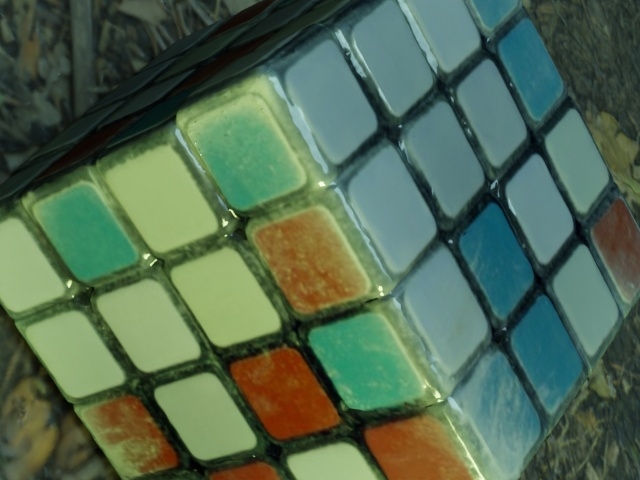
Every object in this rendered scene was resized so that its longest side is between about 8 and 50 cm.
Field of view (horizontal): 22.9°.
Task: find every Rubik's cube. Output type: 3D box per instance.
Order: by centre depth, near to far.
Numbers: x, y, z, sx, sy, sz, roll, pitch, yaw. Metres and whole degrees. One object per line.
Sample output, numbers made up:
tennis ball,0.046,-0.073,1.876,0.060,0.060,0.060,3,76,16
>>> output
Rubik's cube,0.000,0.001,0.908,0.256,0.253,0.259,59,39,-14
